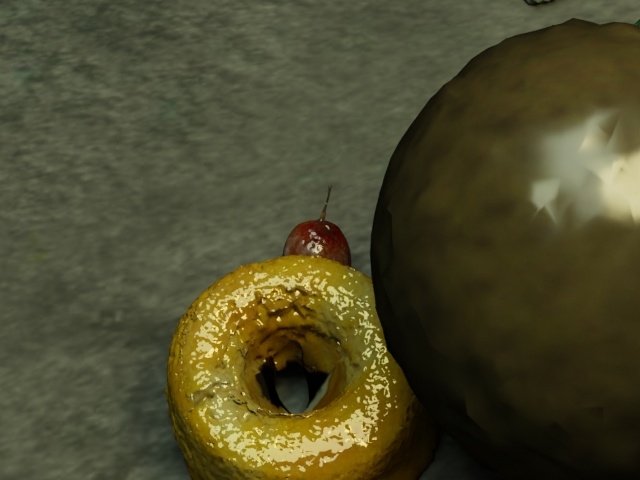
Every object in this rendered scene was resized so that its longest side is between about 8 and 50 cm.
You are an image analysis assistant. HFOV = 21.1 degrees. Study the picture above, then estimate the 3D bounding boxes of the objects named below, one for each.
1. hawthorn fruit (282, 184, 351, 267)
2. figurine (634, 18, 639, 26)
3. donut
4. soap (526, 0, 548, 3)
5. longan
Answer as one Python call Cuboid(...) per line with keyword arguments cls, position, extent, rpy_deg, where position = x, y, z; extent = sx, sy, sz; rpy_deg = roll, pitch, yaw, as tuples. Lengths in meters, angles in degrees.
Cuboid(cls="hawthorn fruit", position=(0.000, 0.000, 1.600), extent=(0.066, 0.103, 0.067), rpy_deg=(7, 23, -3))
Cuboid(cls="figurine", position=(0.366, -0.115, 1.625), extent=(0.185, 0.127, 0.234), rpy_deg=(-28, 63, 3))
Cuboid(cls="donut", position=(-0.017, 0.128, 1.490), extent=(0.253, 0.118, 0.253), rpy_deg=(-1, 62, 2))
Cuboid(cls="soap", position=(0.286, -0.429, 1.890), extent=(0.257, 0.159, 0.302), rpy_deg=(-22, 47, -5))
Cuboid(cls="longan", position=(0.225, 0.016, 1.369), extent=(0.391, 0.391, 0.391), rpy_deg=(-6, 48, 6))
